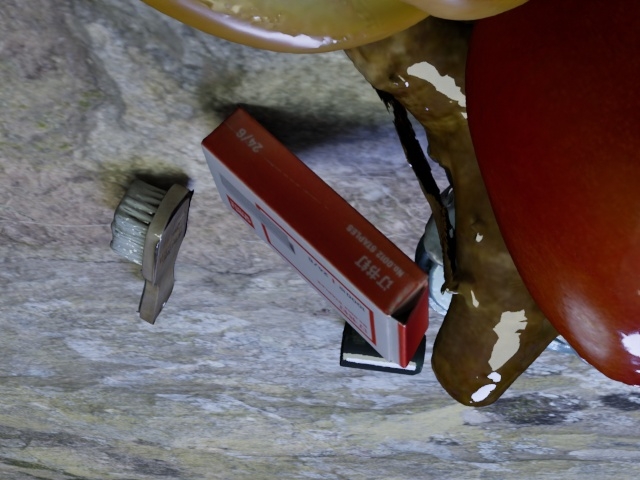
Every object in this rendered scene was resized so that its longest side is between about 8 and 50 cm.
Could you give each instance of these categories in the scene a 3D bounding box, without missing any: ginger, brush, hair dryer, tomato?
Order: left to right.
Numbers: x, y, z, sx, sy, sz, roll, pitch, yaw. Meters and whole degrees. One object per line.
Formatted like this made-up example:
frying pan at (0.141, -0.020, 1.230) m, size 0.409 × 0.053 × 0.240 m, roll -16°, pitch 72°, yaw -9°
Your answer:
brush at (-0.181, 0.016, 1.227) m, size 0.065 × 0.070 × 0.327 m, roll 27°, pitch 158°, yaw 2°
hair dryer at (0.078, 0.095, 1.341) m, size 0.100 × 0.057 × 0.197 m, roll 6°, pitch 152°, yaw 0°
ginger at (0.102, -0.038, 0.781) m, size 0.133 × 0.309 × 0.107 m, roll -22°, pitch -170°, yaw -4°
tomato at (0.196, -0.078, 0.615) m, size 0.226 × 0.298 × 0.298 m, roll 44°, pitch 162°, yaw 14°

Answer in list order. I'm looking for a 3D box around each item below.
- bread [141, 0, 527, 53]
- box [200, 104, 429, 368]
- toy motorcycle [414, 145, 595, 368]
bread at (-0.035, -0.192, 0.488) m, size 0.270 × 0.211 × 0.316 m, roll -10°, pitch 148°, yaw 39°
box at (0.001, 0.000, 0.968) m, size 0.229 × 0.050 × 0.123 m, roll 43°, pitch 168°, yaw 19°
toy motorcycle at (0.233, 0.008, 0.900) m, size 0.319 × 0.182 × 0.241 m, roll 11°, pitch 157°, yaw -4°
